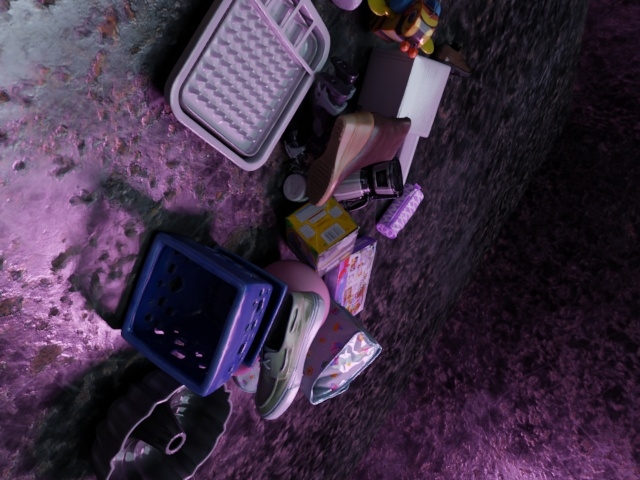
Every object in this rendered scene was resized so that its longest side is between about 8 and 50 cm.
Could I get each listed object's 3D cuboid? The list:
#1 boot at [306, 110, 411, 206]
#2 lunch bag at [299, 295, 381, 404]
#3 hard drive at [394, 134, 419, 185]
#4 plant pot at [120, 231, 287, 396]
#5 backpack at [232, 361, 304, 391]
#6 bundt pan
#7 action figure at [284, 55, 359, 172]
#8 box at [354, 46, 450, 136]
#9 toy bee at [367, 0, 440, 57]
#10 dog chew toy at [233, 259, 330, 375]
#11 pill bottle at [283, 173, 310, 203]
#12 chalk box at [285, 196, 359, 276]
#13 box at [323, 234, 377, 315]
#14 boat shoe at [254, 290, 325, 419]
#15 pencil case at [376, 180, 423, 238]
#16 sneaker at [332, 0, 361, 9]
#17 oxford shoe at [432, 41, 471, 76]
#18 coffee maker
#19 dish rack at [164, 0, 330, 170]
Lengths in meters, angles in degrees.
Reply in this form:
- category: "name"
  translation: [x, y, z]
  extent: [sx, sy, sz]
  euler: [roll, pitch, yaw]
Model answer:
- category: "boot"
  translation: [0.091, -0.182, 1.113]
  extent: [0.207, 0.090, 0.248]
  euler: [-7, 137, -37]
- category: "lunch bag"
  translation: [0.014, 0.331, 1.441]
  extent: [0.262, 0.223, 0.160]
  euler: [-49, 130, 0]
- category: "hard drive"
  translation: [0.258, -0.326, 1.393]
  extent: [0.233, 0.047, 0.352]
  euler: [-74, 178, -69]
- category: "plant pot"
  translation: [-0.218, 0.135, 0.974]
  extent: [0.212, 0.236, 0.235]
  euler: [4, 110, -65]
- category: "backpack"
  translation: [-0.147, 0.327, 1.279]
  extent: [0.182, 0.151, 0.115]
  euler: [-18, 173, -10]
- category: "bundt pan"
  translation: [-0.361, 0.419, 1.077]
  extent: [0.331, 0.124, 0.330]
  euler: [-37, 142, -36]
- category: "action figure"
  translation: [0.008, -0.263, 1.107]
  extent: [0.185, 0.099, 0.285]
  euler: [-44, 165, -39]
- category: "box"
  translation: [0.201, -0.376, 1.216]
  extent: [0.119, 0.181, 0.181]
  euler: [2, 113, -33]
- category: "toy bee"
  translation: [0.186, -0.478, 1.041]
  extent: [0.298, 0.196, 0.162]
  euler: [-167, -79, -80]
- category: "dog chew toy"
  translation: [-0.135, 0.198, 1.180]
  extent: [0.332, 0.207, 0.206]
  euler: [-41, 144, -19]
- category: "pill bottle"
  translation: [-0.033, -0.125, 1.197]
  extent: [0.120, 0.067, 0.067]
  euler: [5, 110, -57]
- category: "chalk box"
  translation: [0.000, 0.000, 1.233]
  extent: [0.132, 0.132, 0.213]
  euler: [-35, 162, -18]
- category: "box"
  translation: [0.087, 0.144, 1.597]
  extent: [0.201, 0.057, 0.293]
  euler: [-26, 134, -46]
- category: "boat shoe"
  translation: [-0.089, 0.245, 1.056]
  extent: [0.094, 0.109, 0.302]
  euler: [19, 92, -36]
- category: "pencil case"
  translation: [0.278, -0.104, 1.659]
  extent: [0.206, 0.086, 0.088]
  euler: [-55, -177, -15]
- category: "sneaker"
  translation: [0.070, -0.613, 0.944]
  extent: [0.153, 0.101, 0.268]
  euler: [-49, 153, -22]
- category: "oxford shoe"
  translation: [0.434, -0.577, 1.532]
  extent: [0.227, 0.083, 0.096]
  euler: [-10, 118, -54]
- category: "coffee maker"
  translation: [0.125, -0.164, 1.268]
  extent: [0.171, 0.179, 0.120]
  euler: [-62, 143, -55]
- category: "dish rack"
  translation: [-0.132, -0.322, 0.889]
  extent: [0.332, 0.072, 0.285]
  euler: [-61, 150, -3]
